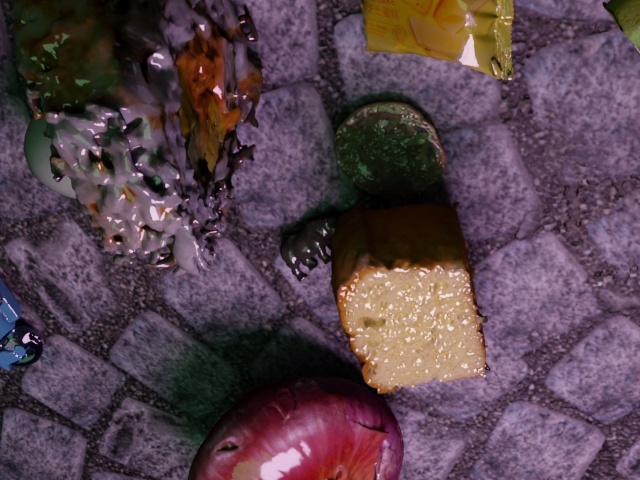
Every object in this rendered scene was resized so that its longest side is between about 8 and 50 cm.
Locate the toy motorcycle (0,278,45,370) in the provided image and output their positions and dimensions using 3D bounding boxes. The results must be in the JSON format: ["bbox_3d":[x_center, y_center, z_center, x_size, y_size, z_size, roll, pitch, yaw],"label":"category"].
[{"bbox_3d":[-0.579,0.118,1.605,0.182,0.124,0.272,-25,117,4],"label":"toy motorcycle"}]

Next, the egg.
[{"bbox_3d":[-0.310,-0.128,1.344,0.192,0.149,0.149,1,123,27],"label":"egg"}]

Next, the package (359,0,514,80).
[{"bbox_3d":[0.127,-0.275,1.151,0.226,0.090,0.168,16,130,35],"label":"package"}]

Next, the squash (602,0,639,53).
[{"bbox_3d":[0.410,-0.285,1.094,0.095,0.095,0.188,43,118,-14],"label":"squash"}]

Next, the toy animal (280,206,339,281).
[{"bbox_3d":[0.000,0.000,1.410,0.135,0.047,0.065,-33,101,36],"label":"toy animal"}]

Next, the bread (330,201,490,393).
[{"bbox_3d":[0.115,0.051,1.321,0.194,0.179,0.340,-8,144,9],"label":"bread"}]

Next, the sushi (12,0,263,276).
[{"bbox_3d":[-0.194,-0.157,1.147,0.175,0.417,0.418,-4,121,14],"label":"sushi"}]

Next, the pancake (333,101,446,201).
[{"bbox_3d":[0.090,-0.115,1.324,0.151,0.025,0.152,6,123,10],"label":"pancake"}]

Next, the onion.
[{"bbox_3d":[-0.051,0.330,1.534,0.347,0.285,0.348,-18,134,-19],"label":"onion"}]
